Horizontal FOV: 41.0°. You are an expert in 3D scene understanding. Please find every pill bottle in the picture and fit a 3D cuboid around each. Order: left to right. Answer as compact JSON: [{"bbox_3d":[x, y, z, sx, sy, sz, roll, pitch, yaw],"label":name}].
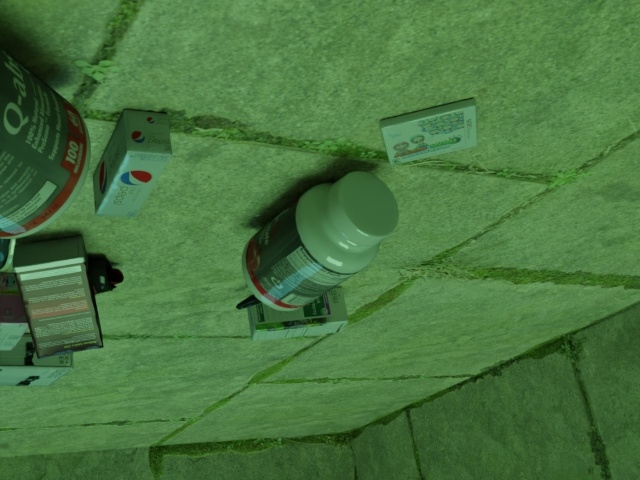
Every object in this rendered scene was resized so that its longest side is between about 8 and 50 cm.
[{"bbox_3d":[-0.446,-0.151,0.981,0.210,0.210,0.363,-16,158,13],"label":"pill bottle"},{"bbox_3d":[0.000,0.000,1.592,0.176,0.176,0.318,6,153,-34],"label":"pill bottle"}]

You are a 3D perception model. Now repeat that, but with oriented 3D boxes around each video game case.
[{"bbox_3d":[0.185,-0.180,1.443,0.157,0.019,0.143,-13,158,6],"label":"video game case"}]

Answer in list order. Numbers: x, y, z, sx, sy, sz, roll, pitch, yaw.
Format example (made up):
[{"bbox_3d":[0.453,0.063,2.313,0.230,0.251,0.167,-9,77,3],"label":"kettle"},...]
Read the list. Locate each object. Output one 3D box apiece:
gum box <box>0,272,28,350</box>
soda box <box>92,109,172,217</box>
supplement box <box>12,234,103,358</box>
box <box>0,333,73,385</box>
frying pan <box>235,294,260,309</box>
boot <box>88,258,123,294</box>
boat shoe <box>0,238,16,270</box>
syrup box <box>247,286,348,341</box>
[{"bbox_3d":[-0.651,0.152,1.767,0.062,0.107,0.188,4,154,-32],"label":"gum box"},{"bbox_3d":[-0.295,-0.113,1.321,0.069,0.073,0.216,2,155,-28],"label":"soda box"},{"bbox_3d":[-0.499,0.111,1.638,0.130,0.073,0.239,-8,129,-13],"label":"supplement box"},{"bbox_3d":[-0.770,0.292,2.083,0.290,0.087,0.169,8,152,-39],"label":"box"},{"bbox_3d":[-0.042,0.085,1.949,0.197,0.053,0.326,4,156,-31],"label":"frying pan"},{"bbox_3d":[-0.496,0.113,1.777,0.176,0.088,0.244,-6,154,-14],"label":"boot"},{"bbox_3d":[-0.535,-0.026,1.401,0.079,0.095,0.254,0,155,-28],"label":"boat shoe"},{"bbox_3d":[-0.057,0.183,2.124,0.237,0.093,0.096,-5,157,-13],"label":"syrup box"}]
